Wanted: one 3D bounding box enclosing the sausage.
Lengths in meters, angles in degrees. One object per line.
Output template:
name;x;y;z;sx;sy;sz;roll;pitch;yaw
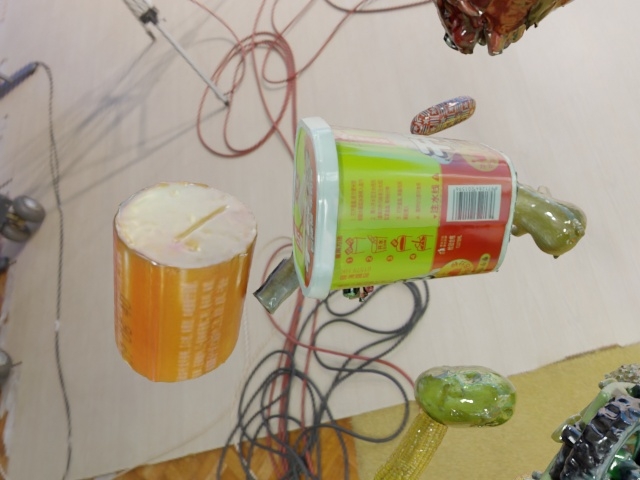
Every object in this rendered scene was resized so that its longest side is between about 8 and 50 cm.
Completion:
sausage;-0.241;0.073;1.036;0.233;0.233;0.287;53;141;37

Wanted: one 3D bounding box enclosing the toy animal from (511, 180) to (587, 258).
toy animal;0.625;-0.101;1.814;0.362;0.180;0.181;33;99;16

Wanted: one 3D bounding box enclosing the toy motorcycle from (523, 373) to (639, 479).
toy motorcycle;0.384;0.283;0.738;0.169;0.410;0.237;44;117;42

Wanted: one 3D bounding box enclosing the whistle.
whistle;0.001;0.000;1.112;0.326;0.057;0.068;-48;52;-6

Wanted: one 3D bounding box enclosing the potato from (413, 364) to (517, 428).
potato;0.337;0.371;1.404;0.253;0.186;0.149;-11;86;49

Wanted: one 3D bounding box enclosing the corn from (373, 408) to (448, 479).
corn;0.247;0.547;1.553;0.102;0.102;0.313;43;108;39

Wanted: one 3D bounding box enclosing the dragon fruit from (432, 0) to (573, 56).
dragon fruit;0.212;-0.357;0.663;0.244;0.244;0.299;56;146;37

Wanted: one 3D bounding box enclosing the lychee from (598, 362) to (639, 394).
lychee;0.776;0.401;1.367;0.269;0.270;0.320;-9;80;33

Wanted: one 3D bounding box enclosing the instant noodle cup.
instant noodle cup;0.121;-0.053;0.947;0.307;0.294;0.294;0;64;-10

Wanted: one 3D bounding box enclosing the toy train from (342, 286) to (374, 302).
toy train;0.074;0.072;1.361;0.050;0.087;0.138;-21;69;47

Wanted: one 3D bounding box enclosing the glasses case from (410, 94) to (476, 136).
glasses case;0.325;-0.323;1.551;0.194;0.073;0.049;-24;55;-14

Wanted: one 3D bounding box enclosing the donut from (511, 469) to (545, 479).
donut;0.572;0.693;1.475;0.277;0.109;0.278;-3;38;2
